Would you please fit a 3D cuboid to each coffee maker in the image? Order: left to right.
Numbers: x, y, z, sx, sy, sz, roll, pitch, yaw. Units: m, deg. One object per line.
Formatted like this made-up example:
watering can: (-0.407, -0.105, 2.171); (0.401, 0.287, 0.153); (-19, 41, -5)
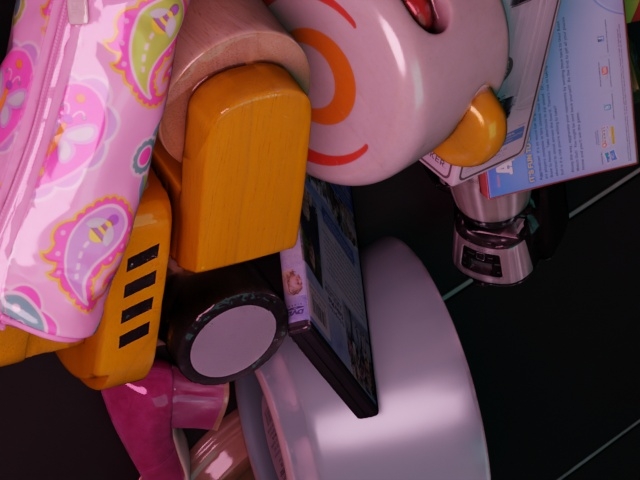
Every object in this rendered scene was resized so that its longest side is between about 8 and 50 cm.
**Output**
coffee maker: (0.185, -0.068, 1.762); (0.171, 0.120, 0.178); (-37, 146, -18)

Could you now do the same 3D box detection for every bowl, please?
bowl: (0.022, 0.163, 1.695); (0.163, 0.311, 0.312); (-13, 137, -13)

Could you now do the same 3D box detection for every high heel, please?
high heel: (-0.168, 0.198, 1.693); (0.117, 0.082, 0.244); (8, 138, -17)

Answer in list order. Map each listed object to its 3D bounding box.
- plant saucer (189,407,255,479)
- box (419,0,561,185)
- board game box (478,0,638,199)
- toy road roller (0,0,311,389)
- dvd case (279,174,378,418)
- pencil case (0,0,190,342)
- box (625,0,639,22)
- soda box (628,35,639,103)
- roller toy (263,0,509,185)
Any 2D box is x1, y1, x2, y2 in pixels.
plant saucer: (-0.058, 0.260, 1.889); (0.278, 0.041, 0.278); (-31, 143, -26)
box: (0.106, -0.210, 1.486); (0.087, 0.169, 0.290); (-24, 138, -32)
board game box: (0.190, -0.184, 1.595); (0.145, 0.027, 0.281); (-14, 112, -13)
toy road roller: (-0.156, -0.037, 1.342); (0.240, 0.202, 0.330); (-13, 135, -26)
dvd case: (0.000, 0.000, 1.534); (0.022, 0.253, 0.180); (-14, 149, 13)
pencil case: (-0.159, -0.082, 1.183); (0.124, 0.124, 0.284); (7, 105, -51)
box: (0.269, -0.242, 1.715); (0.232, 0.087, 0.058); (-17, 135, -40)
soda box: (0.267, -0.156, 1.743); (0.058, 0.061, 0.181); (-16, 178, 13)
roller toy: (0.039, -0.150, 1.402); (0.146, 0.209, 0.191); (-33, 128, -41)
